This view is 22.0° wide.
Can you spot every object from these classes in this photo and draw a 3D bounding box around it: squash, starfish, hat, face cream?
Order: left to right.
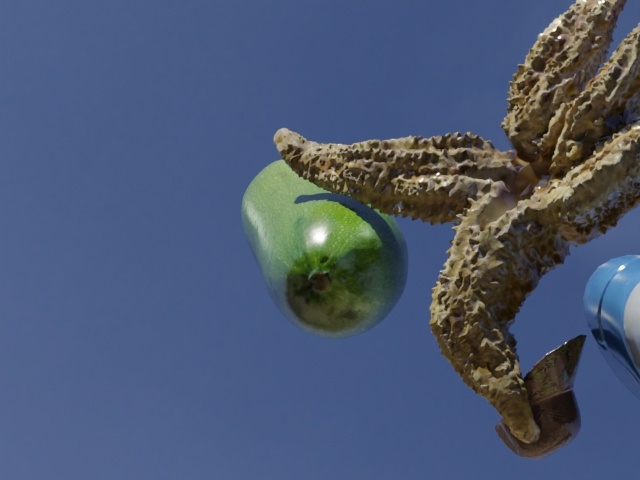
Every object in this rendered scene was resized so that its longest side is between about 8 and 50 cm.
[{"bbox_3d":[0.000,0.000,1.217,0.107,0.107,0.395,32,4,-12],"label":"squash"},{"bbox_3d":[0.150,-0.070,1.053,0.293,0.301,0.084,-44,-42,6],"label":"starfish"},{"bbox_3d":[0.145,0.099,1.003,0.042,0.058,0.087,40,-73,18],"label":"hat"},{"bbox_3d":[0.213,0.062,0.898,0.149,0.083,0.264,34,1,4],"label":"face cream"}]
